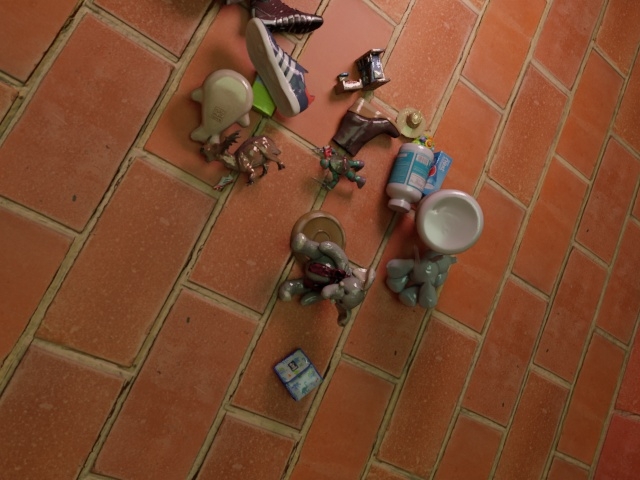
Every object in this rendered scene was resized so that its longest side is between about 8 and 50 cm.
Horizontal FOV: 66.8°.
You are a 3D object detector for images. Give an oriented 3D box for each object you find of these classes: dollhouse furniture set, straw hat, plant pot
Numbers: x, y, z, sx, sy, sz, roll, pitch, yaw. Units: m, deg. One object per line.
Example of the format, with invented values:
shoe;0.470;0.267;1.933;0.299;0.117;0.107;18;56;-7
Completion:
dollhouse furniture set;0.155;-0.656;1.883;0.184;0.129;0.129;-15;96;-24
straw hat;0.390;-0.502;2.010;0.145;0.061;0.144;4;75;-16
plant pot;0.000;0.000;1.859;0.237;0.032;0.236;1;89;-24

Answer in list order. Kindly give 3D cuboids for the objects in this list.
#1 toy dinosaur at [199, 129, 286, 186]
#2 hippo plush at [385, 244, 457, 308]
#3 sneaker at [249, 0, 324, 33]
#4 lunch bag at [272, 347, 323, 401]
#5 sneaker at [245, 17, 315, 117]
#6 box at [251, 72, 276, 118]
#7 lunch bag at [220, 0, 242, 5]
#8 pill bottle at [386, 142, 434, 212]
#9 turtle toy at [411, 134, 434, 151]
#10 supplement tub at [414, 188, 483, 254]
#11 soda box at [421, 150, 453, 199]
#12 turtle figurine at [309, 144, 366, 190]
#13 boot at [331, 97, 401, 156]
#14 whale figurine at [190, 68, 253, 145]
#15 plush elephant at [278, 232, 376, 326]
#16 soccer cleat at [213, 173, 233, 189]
toy dinosaur;-0.242;-0.308;1.681;0.296;0.127;0.200;-32;106;-33
hippo plush;0.412;0.108;1.976;0.237;0.235;0.294;-35;137;-49
sneaker;-0.127;-0.853;1.770;0.282;0.106;0.162;-12;91;-24
lunch bag;-0.084;0.492;1.786;0.129;0.096;0.151;-34;89;-19
sneaker;-0.135;-0.618;1.712;0.148;0.131;0.349;-35;110;-29
box;-0.195;-0.550;1.766;0.109;0.042;0.178;28;77;-23
lunch bag;-0.279;-0.960;1.646;0.235;0.169;0.286;-30;91;-22
pill bottle;0.354;-0.248;1.963;0.146;0.146;0.263;24;80;-23
turtle toy;0.430;-0.400;2.043;0.130;0.066;0.095;-11;94;-25
supplement tub;0.481;-0.079;1.858;0.236;0.325;0.235;1;96;9
soda box;0.480;-0.272;2.065;0.071;0.067;0.210;32;76;-22
turtle figurine;0.064;-0.276;1.851;0.234;0.118;0.175;9;85;-30
boot;0.184;-0.421;1.936;0.249;0.090;0.206;31;89;-23
whale figurine;-0.345;-0.452;1.667;0.216;0.141;0.271;24;104;-20
plush elephant;0.046;0.157;1.737;0.330;0.255;0.271;9;111;-34
soccer cleat;-0.345;-0.205;1.704;0.083;0.029;0.035;-31;94;-25
